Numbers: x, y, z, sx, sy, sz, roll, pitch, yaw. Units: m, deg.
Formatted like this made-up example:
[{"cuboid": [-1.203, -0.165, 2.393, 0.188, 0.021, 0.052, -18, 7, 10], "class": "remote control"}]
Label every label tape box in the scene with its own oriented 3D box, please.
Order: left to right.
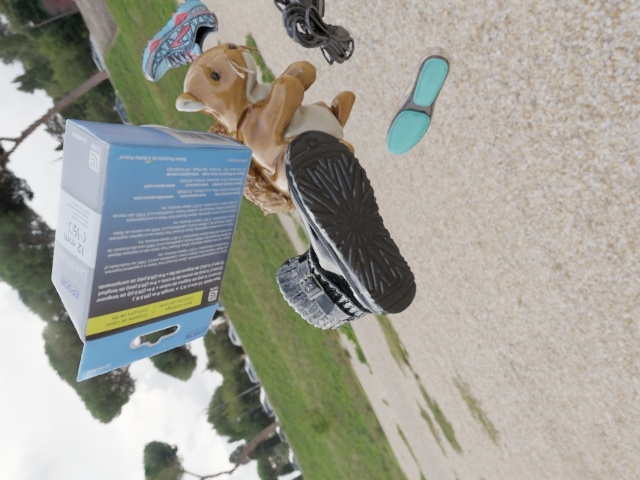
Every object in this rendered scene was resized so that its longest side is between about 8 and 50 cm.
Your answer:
[{"cuboid": [-0.259, 0.008, 0.745, 0.115, 0.249, 0.348, 29, 113, 29], "class": "label tape box"}]

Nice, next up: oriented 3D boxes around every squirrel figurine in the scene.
[{"cuboid": [-0.157, -0.251, 1.143, 0.397, 0.370, 0.281, -46, 26, 44], "class": "squirrel figurine"}]

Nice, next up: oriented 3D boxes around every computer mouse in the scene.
[{"cuboid": [-0.030, -0.389, 0.679, 0.272, 0.072, 0.188, 65, -154, 2], "class": "computer mouse"}]

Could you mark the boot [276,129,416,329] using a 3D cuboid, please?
[{"cuboid": [-0.003, 0.003, 0.884, 0.260, 0.131, 0.348, -23, 93, 59], "class": "boot"}]

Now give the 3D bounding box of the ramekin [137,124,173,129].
[{"cuboid": [-0.444, -0.184, 1.307, 0.273, 0.272, 0.127, 61, 157, 12], "class": "ramekin"}]

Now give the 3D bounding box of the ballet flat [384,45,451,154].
[{"cuboid": [0.262, -0.374, 1.316, 0.316, 0.107, 0.106, 117, 166, -45], "class": "ballet flat"}]

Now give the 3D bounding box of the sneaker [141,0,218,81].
[{"cuboid": [-0.385, -0.535, 1.350, 0.125, 0.262, 0.104, 41, -172, 1], "class": "sneaker"}]
